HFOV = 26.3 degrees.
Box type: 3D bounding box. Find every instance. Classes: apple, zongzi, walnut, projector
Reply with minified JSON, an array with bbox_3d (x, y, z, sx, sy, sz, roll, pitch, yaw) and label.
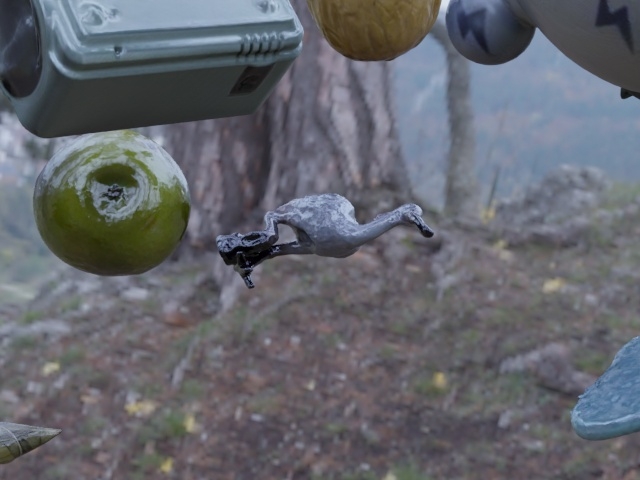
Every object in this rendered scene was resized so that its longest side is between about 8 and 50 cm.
[{"bbox_3d":[-0.259,-0.049,1.709,0.196,0.196,0.157,12,-10,-7],"label":"apple"},{"bbox_3d":[-0.344,0.216,1.550,0.083,0.040,0.076,-24,27,-24],"label":"zongzi"},{"bbox_3d":[0.056,-0.297,1.526,0.165,0.197,0.165,-8,4,1],"label":"walnut"},{"bbox_3d":[-0.144,-0.203,0.910,0.192,0.099,0.257,-11,67,-36],"label":"projector"}]

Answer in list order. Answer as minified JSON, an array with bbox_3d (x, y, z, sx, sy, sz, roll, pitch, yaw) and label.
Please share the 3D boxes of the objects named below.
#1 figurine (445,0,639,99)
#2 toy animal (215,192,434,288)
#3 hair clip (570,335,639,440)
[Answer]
[{"bbox_3d":[0.121,-0.212,0.680,0.382,0.261,0.186,42,43,14],"label":"figurine"},{"bbox_3d":[0.016,-0.014,1.942,0.324,0.090,0.195,-11,28,16],"label":"toy animal"},{"bbox_3d":[0.449,0.108,1.174,0.238,0.392,0.318,55,21,-11],"label":"hair clip"}]
